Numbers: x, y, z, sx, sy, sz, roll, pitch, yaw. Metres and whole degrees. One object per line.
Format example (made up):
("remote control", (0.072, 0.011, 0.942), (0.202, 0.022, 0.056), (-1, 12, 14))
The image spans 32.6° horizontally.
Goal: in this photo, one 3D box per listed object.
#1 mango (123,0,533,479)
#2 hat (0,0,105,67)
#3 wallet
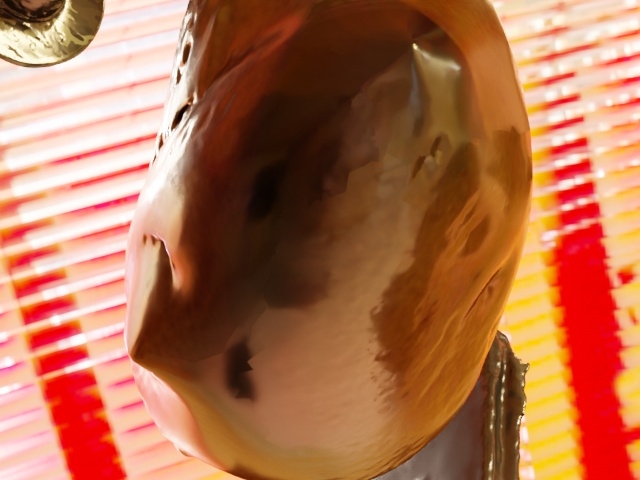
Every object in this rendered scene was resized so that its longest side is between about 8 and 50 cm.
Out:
("mango", (0.000, 0.000, 0.456), (0.152, 0.287, 0.201), (38, -117, 24))
("hat", (-0.178, -0.167, 0.659), (0.050, 0.121, 0.121), (-26, -178, 45))
("wallet", (0.002, 0.214, 0.780), (0.377, 0.051, 0.197), (-42, -156, 32))
